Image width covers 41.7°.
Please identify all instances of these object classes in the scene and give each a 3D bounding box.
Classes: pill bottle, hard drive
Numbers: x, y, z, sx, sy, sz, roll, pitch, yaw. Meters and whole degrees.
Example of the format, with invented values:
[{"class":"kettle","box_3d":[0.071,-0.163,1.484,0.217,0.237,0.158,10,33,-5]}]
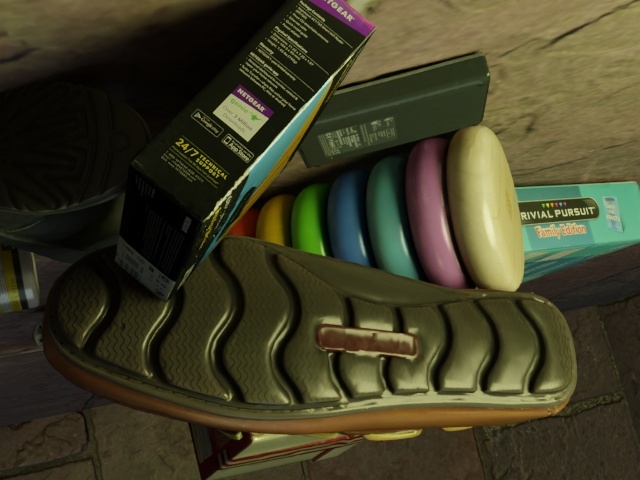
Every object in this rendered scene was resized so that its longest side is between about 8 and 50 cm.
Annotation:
[{"class":"pill bottle","box_3d":[-0.288,0.032,0.670,0.116,0.065,0.065,-10,168,-17]},{"class":"hard drive","box_3d":[0.048,-0.087,0.584,0.135,0.022,0.094,-14,168,5]}]

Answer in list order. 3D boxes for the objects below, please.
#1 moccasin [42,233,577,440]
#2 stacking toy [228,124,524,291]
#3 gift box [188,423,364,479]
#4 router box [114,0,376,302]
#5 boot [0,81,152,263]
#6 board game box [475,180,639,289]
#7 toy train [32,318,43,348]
[{"class":"moccasin","box_3d":[-0.005,0.078,0.613,0.380,0.139,0.147,3,155,-24]},{"class":"stacking toy","box_3d":[0.000,0.000,0.733,0.330,0.141,0.141,-10,170,22]},{"class":"gift box","box_3d":[-0.051,0.183,1.195,0.258,0.255,0.276,-5,160,-27]},{"class":"router box","box_3d":[-0.049,-0.044,0.456,0.133,0.046,0.179,-51,-177,-21]},{"class":"boot","box_3d":[-0.151,-0.025,0.538,0.189,0.076,0.208,-3,165,18]},{"class":"board game box","box_3d":[0.199,0.008,1.045,0.336,0.079,0.253,-4,165,-34]},{"class":"toy train","box_3d":[-0.281,0.119,1.055,0.105,0.080,0.184,-10,169,14]}]
